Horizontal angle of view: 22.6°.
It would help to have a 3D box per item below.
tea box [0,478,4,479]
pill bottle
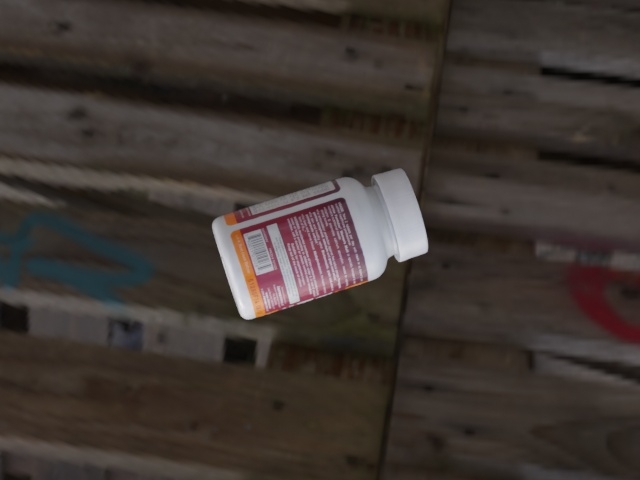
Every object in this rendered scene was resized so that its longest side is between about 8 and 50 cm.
[{"bbox_3d":[-0.252,0.197,0.453,0.329,0.220,0.323,-34,131,24],"label":"tea box"},{"bbox_3d":[0.000,0.000,1.779,0.221,0.121,0.121,-17,124,-5],"label":"pill bottle"}]
